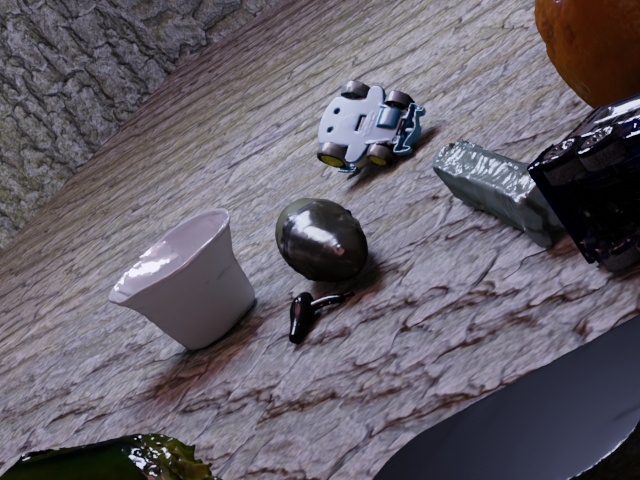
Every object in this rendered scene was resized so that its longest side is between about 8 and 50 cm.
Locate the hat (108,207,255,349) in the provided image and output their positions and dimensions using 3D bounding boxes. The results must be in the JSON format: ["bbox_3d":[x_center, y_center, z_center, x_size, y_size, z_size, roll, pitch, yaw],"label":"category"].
[{"bbox_3d":[-0.165,0.063,2.041,0.203,0.126,0.203,-35,15,11],"label":"hat"}]

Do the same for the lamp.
[{"bbox_3d":[0.000,0.000,1.899,0.101,0.101,0.250,-40,19,-4],"label":"lamp"}]

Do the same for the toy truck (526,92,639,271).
[{"bbox_3d":[0.321,-0.078,1.340,0.155,0.124,0.268,-42,13,-33],"label":"toy truck"}]

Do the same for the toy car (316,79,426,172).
[{"bbox_3d":[0.083,-0.151,2.202,0.161,0.098,0.126,8,71,32],"label":"toy car"}]

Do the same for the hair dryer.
[{"bbox_3d":[0.000,0.081,1.811,0.083,0.031,0.079,-23,31,23],"label":"hair dryer"}]

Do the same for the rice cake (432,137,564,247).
[{"bbox_3d":[0.193,-0.059,1.686,0.063,0.066,0.336,-39,14,-1],"label":"rice cake"}]

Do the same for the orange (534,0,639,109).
[{"bbox_3d":[0.340,-0.243,1.540,0.261,0.261,0.261,-35,15,11],"label":"orange"}]

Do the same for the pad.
[{"bbox_3d":[0.162,0.164,1.213,0.375,0.063,0.315,-35,8,42],"label":"pad"}]

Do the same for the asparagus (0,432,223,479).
[{"bbox_3d":[-0.205,0.258,1.617,0.382,0.108,0.128,-19,23,47],"label":"asparagus"}]
